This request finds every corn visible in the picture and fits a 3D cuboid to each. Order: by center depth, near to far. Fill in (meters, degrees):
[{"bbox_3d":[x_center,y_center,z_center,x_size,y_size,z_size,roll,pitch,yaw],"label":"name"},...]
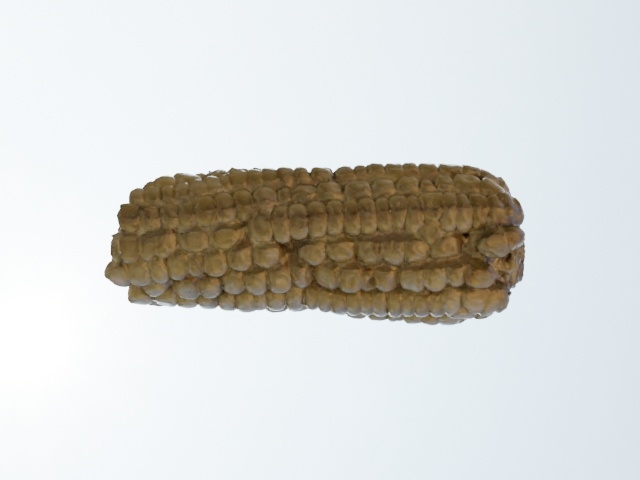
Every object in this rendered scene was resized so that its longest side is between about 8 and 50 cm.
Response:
[{"bbox_3d":[0.000,0.000,0.717,0.211,0.087,0.087,3,-127,0],"label":"corn"}]
